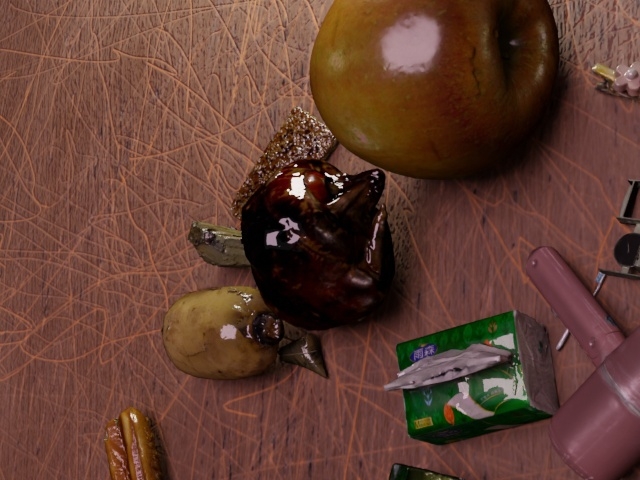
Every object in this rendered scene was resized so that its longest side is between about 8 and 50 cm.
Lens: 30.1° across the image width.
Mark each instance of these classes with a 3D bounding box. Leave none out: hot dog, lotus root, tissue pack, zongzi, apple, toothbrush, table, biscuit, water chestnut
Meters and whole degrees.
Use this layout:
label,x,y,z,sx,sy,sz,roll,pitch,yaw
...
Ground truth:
label,x,y,z,sx,sy,sz,roll,pitch,yaw
hot dog,-0.328,0.432,2.127,0.115,0.072,0.269,-29,61,26
lotus root,-0.171,0.015,2.110,0.143,0.144,0.070,21,97,49
tissue pack,0.214,0.198,1.735,0.209,0.156,0.148,-20,61,32
zongzi,-0.028,0.206,2.002,0.076,0.040,0.083,-30,76,34
lotus root,-0.160,0.157,2.040,0.284,0.146,0.160,-10,88,50
apple,0.172,-0.277,1.836,0.374,0.374,0.384,2,46,38
toothbrush,0.378,0.104,1.732,0.013,0.011,0.131,32,95,27
table,0.479,-0.016,1.648,0.175,0.062,0.146,10,72,38
biscuit,-0.069,-0.119,2.142,0.131,0.026,0.237,41,100,40
water chestnut,0.000,0.000,1.913,0.244,0.289,0.289,-14,62,-1

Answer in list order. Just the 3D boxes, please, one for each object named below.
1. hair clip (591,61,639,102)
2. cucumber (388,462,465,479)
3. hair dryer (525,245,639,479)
label,x,y,z,sx,sy,sz,roll,pitch,yaw
hair clip,0.483,-0.214,1.731,0.062,0.056,0.214,-40,46,-21
cucumber,0.180,0.396,1.691,0.191,0.191,0.130,3,78,38
hair dryer,0.370,0.145,1.659,0.210,0.125,0.352,-51,43,22
